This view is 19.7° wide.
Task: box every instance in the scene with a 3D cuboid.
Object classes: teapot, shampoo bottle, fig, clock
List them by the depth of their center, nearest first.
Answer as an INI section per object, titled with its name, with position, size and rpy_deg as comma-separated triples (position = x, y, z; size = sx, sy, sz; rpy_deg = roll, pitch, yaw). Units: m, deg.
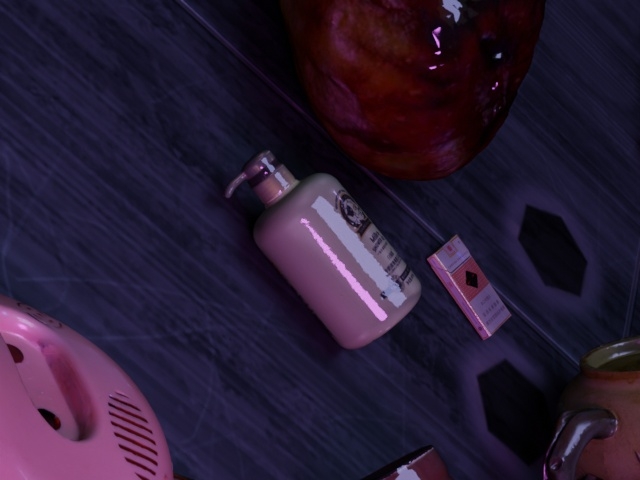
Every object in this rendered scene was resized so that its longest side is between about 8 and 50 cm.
[clock]
position = -0.178, 0.110, 1.017
size = 0.241, 0.142, 0.227
rpy_deg = 18, 30, -43
[shampoo bottle]
position = 0.000, 0.000, 1.382
size = 0.162, 0.079, 0.079
rpy_deg = 51, 37, -7
[fig]
position = 0.072, -0.180, 1.487
size = 0.224, 0.224, 0.263
rpy_deg = 18, 45, -39
[teapot]
position = 0.275, 0.180, 1.505
size = 0.269, 0.173, 0.183
rpy_deg = -20, 104, -42

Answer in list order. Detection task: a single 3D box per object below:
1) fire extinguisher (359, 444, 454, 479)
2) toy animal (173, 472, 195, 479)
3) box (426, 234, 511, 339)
[fire extinguisher]
position = 0.106, 0.320, 1.259
size = 0.138, 0.102, 0.344
rpy_deg = -27, 85, -29
[toy animal]
position = -0.040, 0.273, 1.134
size = 0.260, 0.087, 0.243
rpy_deg = 36, 43, -20
[box]
position = 0.125, 0.039, 1.547
size = 0.083, 0.012, 0.046
rpy_deg = 56, 38, -3
